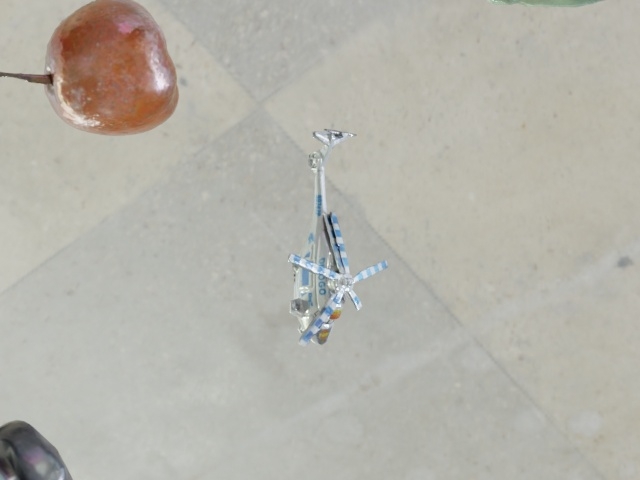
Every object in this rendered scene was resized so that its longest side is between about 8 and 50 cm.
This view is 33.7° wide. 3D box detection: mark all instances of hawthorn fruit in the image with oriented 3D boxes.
[{"bbox_3d":[-0.354,-0.274,1.783,0.235,0.263,0.231,35,173,31],"label":"hawthorn fruit"}]

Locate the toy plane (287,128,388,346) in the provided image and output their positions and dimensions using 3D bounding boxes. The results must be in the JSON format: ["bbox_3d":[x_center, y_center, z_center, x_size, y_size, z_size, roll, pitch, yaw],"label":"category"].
[{"bbox_3d":[-0.008,-0.002,1.399,0.107,0.182,0.273,-13,94,46],"label":"toy plane"}]

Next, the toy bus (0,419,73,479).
[{"bbox_3d":[-0.211,0.245,0.554,0.232,0.194,0.288,-34,86,50],"label":"toy bus"}]

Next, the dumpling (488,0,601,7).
[{"bbox_3d":[0.207,-0.252,0.764,0.105,0.149,0.217,29,95,-42],"label":"dumpling"}]
